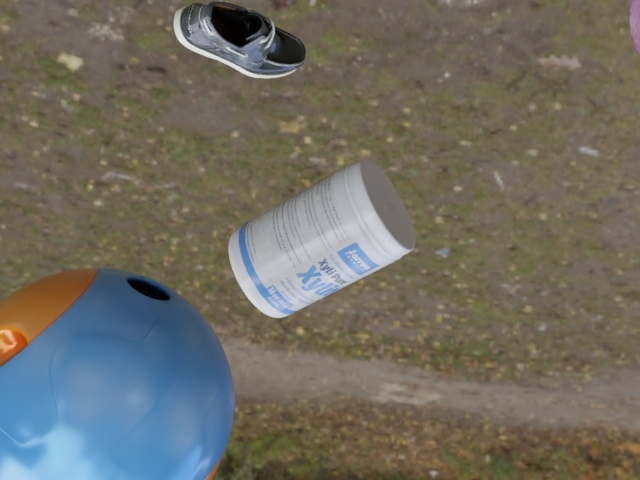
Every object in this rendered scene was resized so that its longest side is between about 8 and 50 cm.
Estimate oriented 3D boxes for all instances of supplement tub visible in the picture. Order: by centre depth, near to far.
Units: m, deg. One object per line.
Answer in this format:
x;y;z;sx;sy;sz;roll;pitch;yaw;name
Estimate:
0.000;0.000;0.604;0.107;0.071;0.071;-28;145;22;supplement tub

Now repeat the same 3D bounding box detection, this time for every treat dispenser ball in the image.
-0.234;0.171;0.951;0.288;0.288;0.288;7;159;2;treat dispenser ball

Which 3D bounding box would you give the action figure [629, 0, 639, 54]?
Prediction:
0.403;-0.166;0.768;0.248;0.275;0.370;-10;-164;13;action figure

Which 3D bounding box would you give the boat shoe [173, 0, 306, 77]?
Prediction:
-0.100;-0.295;1.343;0.079;0.084;0.233;-14;165;42;boat shoe
